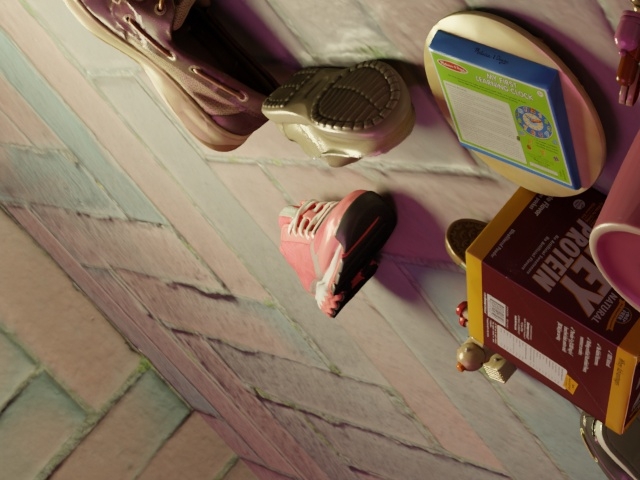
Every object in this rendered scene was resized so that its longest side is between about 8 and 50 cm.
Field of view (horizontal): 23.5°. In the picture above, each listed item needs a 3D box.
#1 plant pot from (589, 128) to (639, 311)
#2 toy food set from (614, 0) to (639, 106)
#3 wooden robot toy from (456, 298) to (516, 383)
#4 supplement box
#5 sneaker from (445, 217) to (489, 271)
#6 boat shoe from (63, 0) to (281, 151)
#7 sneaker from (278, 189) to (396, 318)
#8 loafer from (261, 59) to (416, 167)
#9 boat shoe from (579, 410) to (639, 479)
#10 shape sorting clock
[{"bbox_3d":[0.306,-0.030,1.160,0.201,0.180,0.201,36,161,14],"label":"plant pot"},{"bbox_3d":[0.237,-0.151,1.160,0.019,0.078,0.122,17,134,18],"label":"toy food set"},{"bbox_3d":[0.189,0.132,1.906,0.076,0.079,0.173,30,158,31],"label":"wooden robot toy"},{"bbox_3d":[0.261,0.059,1.525,0.194,0.129,0.191,33,159,22],"label":"supplement box"},{"bbox_3d":[0.218,0.054,1.696,0.192,0.064,0.086,31,154,19],"label":"sneaker"},{"bbox_3d":[-0.172,-0.257,1.732,0.123,0.123,0.342,-32,102,40],"label":"boat shoe"},{"bbox_3d":[0.000,0.001,1.930,0.136,0.116,0.314,40,162,8],"label":"sneaker"},{"bbox_3d":[0.032,-0.128,1.620,0.092,0.102,0.268,48,169,-24],"label":"loafer"},{"bbox_3d":[0.396,0.286,1.855,0.227,0.081,0.069,53,162,-13],"label":"boat shoe"},{"bbox_3d":[0.178,-0.125,1.414,0.206,0.040,0.206,38,158,18],"label":"shape sorting clock"}]
